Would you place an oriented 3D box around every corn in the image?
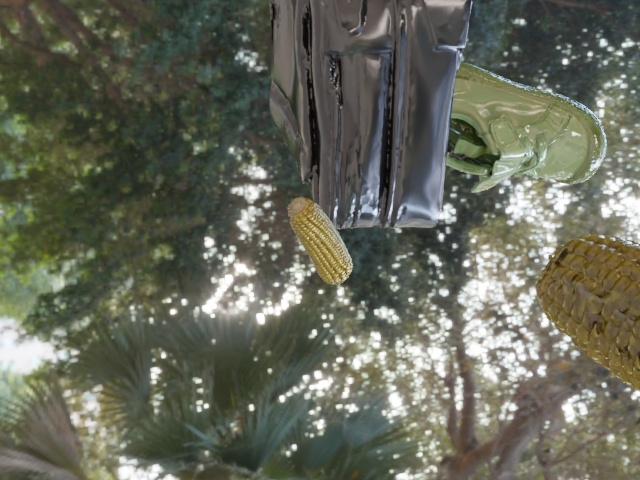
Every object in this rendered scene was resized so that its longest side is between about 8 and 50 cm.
[{"bbox_3d":[0.000,0.000,0.703,0.037,0.037,0.092,35,-19,55],"label":"corn"},{"bbox_3d":[0.271,0.080,0.500,0.318,0.115,0.115,32,-58,57],"label":"corn"}]

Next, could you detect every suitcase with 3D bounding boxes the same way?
[{"bbox_3d":[0.043,-0.196,0.911,0.345,0.188,0.339,-114,-159,-61],"label":"suitcase"}]

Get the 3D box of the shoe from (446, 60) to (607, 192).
[{"bbox_3d":[0.238,-0.136,1.028,0.128,0.262,0.140,-60,176,-17],"label":"shoe"}]
